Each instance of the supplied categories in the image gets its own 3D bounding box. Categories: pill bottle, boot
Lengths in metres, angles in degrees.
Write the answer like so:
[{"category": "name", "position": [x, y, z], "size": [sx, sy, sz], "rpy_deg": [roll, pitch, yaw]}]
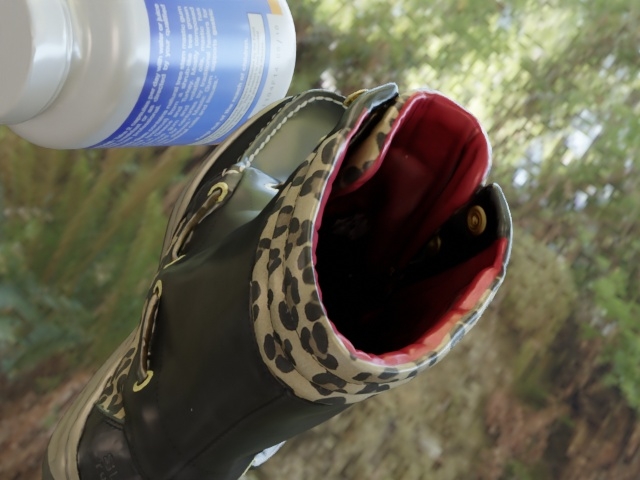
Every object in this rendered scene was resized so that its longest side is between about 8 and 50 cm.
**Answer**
[{"category": "pill bottle", "position": [-0.153, -0.143, 1.247], "size": [0.152, 0.272, 0.152], "rpy_deg": [3, -85, 34]}, {"category": "boot", "position": [0.000, 0.000, 1.012], "size": [0.138, 0.377, 0.284], "rpy_deg": [41, -41, -10]}]
